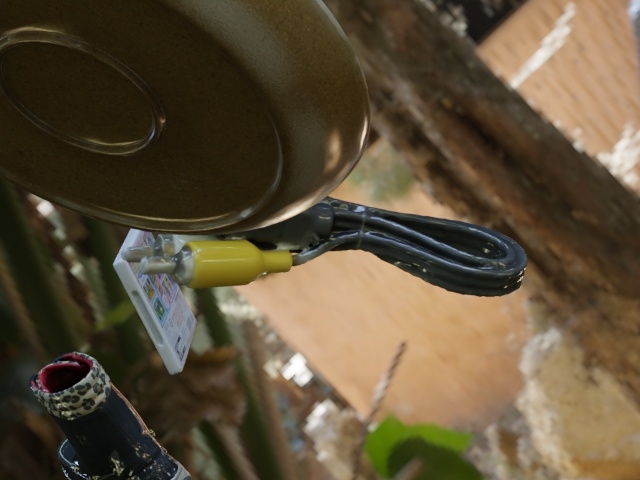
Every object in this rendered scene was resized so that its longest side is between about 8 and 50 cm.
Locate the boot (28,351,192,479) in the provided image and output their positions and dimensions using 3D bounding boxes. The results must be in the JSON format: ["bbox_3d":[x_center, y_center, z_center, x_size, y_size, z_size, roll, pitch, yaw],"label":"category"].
[{"bbox_3d":[-0.248,0.193,1.666,0.085,0.179,0.236,-44,26,-23],"label":"boot"}]

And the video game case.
[{"bbox_3d":[-0.185,0.062,1.770,0.019,0.143,0.157,-24,15,9],"label":"video game case"}]

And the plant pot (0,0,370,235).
[{"bbox_3d":[-0.096,-0.069,0.647,0.236,0.236,0.032,-36,29,56],"label":"plant pot"}]

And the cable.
[{"bbox_3d":[0.000,0.000,1.135,0.139,0.287,0.072,-110,34,-60],"label":"cable"}]
